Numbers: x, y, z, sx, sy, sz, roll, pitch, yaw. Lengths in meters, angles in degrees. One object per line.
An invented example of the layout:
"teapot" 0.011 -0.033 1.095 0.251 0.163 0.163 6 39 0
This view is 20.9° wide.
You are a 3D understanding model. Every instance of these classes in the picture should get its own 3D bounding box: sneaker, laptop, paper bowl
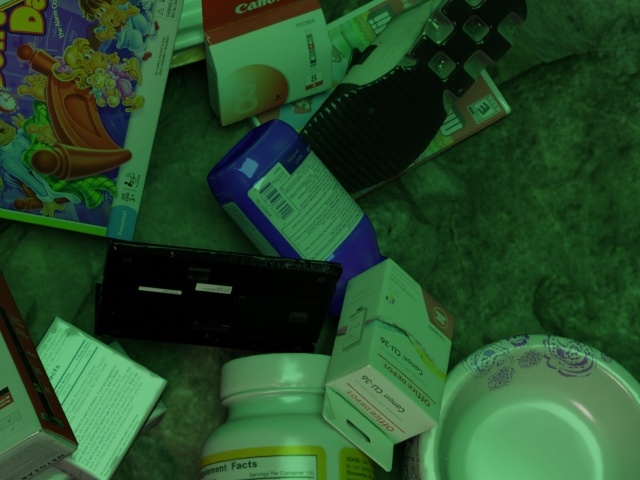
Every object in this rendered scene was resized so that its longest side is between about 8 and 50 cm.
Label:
"sneaker" 0.094 -0.185 2.016 0.330 0.146 0.122 -42 111 3
"laptop" -0.116 0.040 1.831 0.234 0.264 0.136 5 54 -9
"paper bowl" 0.231 0.254 1.911 0.284 0.148 0.284 3 74 -9

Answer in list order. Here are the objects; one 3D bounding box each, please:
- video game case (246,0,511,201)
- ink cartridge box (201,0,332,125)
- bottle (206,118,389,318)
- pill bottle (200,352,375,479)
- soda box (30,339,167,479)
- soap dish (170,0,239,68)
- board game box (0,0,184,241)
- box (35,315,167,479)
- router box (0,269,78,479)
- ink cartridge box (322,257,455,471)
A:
"video game case" 0.058 -0.171 2.068 0.285 0.025 0.204 -30 81 -17
"ink cartridge box" -0.057 -0.223 1.956 0.145 0.179 0.045 -21 55 -16
"bottle" 0.000 0.000 1.942 0.283 0.092 0.118 49 62 -14
"pill bottle" -0.033 0.295 1.828 0.188 0.188 0.334 2 73 -10
"soda box" -0.307 0.230 1.846 0.286 0.091 0.098 -36 82 -18
"soap dish" -0.185 -0.332 2.020 0.229 0.118 0.291 -19 78 -15
"board game box" -0.284 -0.189 1.873 0.233 0.078 0.347 10 110 -11
"box" -0.249 0.170 1.787 0.137 0.072 0.126 31 71 0
"router box" -0.448 0.159 1.738 0.335 0.082 0.301 -31 63 7
"ink cartridge box" 0.074 0.132 1.835 0.115 0.067 0.198 41 40 -26
